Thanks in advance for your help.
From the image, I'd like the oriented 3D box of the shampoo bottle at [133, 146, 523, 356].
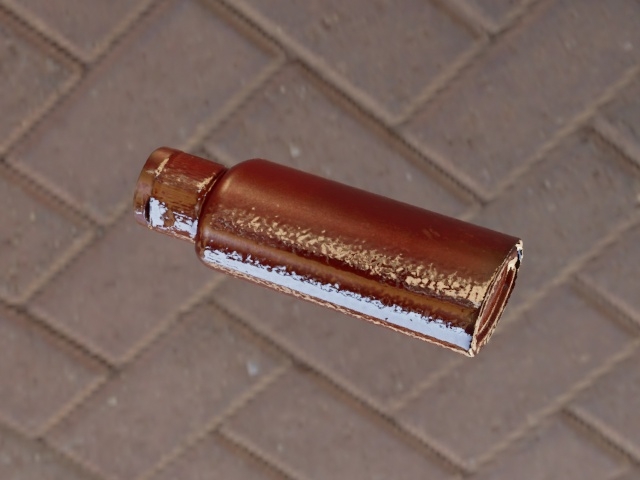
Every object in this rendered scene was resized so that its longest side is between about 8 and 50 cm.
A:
[{"bbox_3d":[0.000,0.000,1.275,0.260,0.102,0.064,18,133,18],"label":"shampoo bottle"}]
